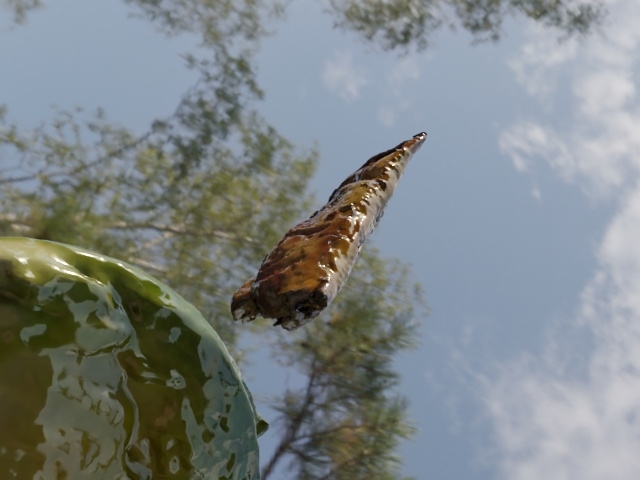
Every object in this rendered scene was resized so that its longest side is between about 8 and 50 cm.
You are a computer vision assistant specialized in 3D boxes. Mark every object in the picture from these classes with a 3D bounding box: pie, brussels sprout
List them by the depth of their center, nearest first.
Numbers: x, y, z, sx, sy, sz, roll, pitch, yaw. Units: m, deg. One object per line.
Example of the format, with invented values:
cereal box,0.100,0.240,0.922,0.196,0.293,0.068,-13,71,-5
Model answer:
brussels sprout,-0.100,0.062,0.349,0.139,0.181,0.100,-53,-161,3
pie,0.000,0.000,0.586,0.092,0.034,0.170,-29,-162,36
